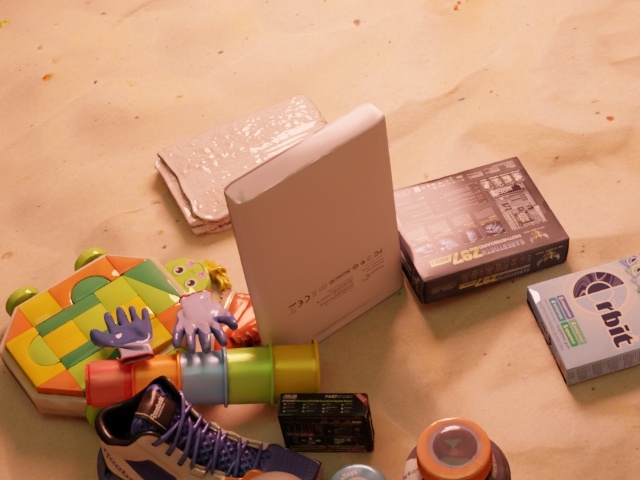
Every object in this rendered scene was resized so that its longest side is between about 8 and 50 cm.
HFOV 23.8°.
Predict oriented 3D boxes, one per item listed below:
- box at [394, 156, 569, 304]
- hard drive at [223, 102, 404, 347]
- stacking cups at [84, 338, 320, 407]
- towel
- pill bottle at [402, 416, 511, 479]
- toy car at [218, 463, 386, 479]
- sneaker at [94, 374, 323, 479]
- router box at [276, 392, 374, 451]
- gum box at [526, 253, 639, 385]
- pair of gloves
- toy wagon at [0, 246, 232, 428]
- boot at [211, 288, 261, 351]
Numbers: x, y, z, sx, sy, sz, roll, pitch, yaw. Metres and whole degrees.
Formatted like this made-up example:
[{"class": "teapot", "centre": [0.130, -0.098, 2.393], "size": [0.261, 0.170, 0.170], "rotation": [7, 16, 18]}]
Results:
[{"class": "box", "centre": [0.221, -0.017, 2.220], "size": [0.233, 0.059, 0.183], "rotation": [-17, 49, -12]}, {"class": "hard drive", "centre": [0.000, 0.000, 2.056], "size": [0.233, 0.353, 0.047], "rotation": [-32, 53, -18]}, {"class": "stacking cups", "centre": [-0.160, 0.184, 2.066], "size": [0.316, 0.096, 0.096], "rotation": [-1, 49, -3]}, {"class": "towel", "centre": [-0.106, -0.124, 2.379], "size": [0.282, 0.049, 0.187], "rotation": [-25, 51, -12]}, {"class": "pill bottle", "centre": [0.167, 0.315, 1.835], "size": [0.131, 0.245, 0.130], "rotation": [-5, 49, 5]}, {"class": "toy car", "centre": [-0.042, 0.367, 1.842], "size": [0.238, 0.219, 0.210], "rotation": [20, 56, 25]}, {"class": "sneaker", "centre": [-0.166, 0.277, 1.961], "size": [0.316, 0.182, 0.127], "rotation": [10, 54, 17]}, {"class": "router box", "centre": [0.008, 0.243, 2.022], "size": [0.123, 0.092, 0.038], "rotation": [0, 50, 8]}, {"class": "gum box", "centre": [0.401, 0.106, 2.110], "size": [0.184, 0.041, 0.157], "rotation": [-15, 49, -5]}, {"class": "pair of gloves", "centre": [-0.216, 0.122, 2.081], "size": [0.198, 0.023, 0.159], "rotation": [-13, 26, -9]}, {"class": "toy wagon", "centre": [-0.288, 0.112, 2.194], "size": [0.344, 0.068, 0.267], "rotation": [-32, 53, -17]}, {"class": "boot", "centre": [-0.114, 0.138, 2.155], "size": [0.085, 0.059, 0.158], "rotation": [9, 51, 10]}]
